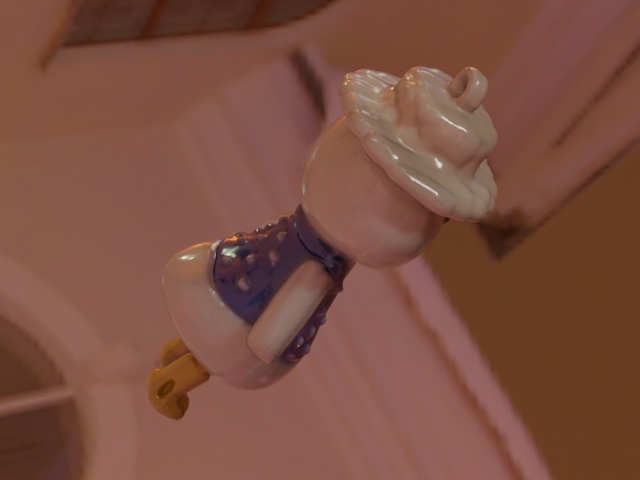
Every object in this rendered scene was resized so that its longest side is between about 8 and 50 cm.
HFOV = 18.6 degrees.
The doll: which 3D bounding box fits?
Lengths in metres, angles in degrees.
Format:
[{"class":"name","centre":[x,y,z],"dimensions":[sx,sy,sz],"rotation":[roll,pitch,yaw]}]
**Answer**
[{"class":"doll","centre":[0.000,0.000,1.171],"dimensions":[0.293,0.119,0.138],"rotation":[-46,-163,25]}]
